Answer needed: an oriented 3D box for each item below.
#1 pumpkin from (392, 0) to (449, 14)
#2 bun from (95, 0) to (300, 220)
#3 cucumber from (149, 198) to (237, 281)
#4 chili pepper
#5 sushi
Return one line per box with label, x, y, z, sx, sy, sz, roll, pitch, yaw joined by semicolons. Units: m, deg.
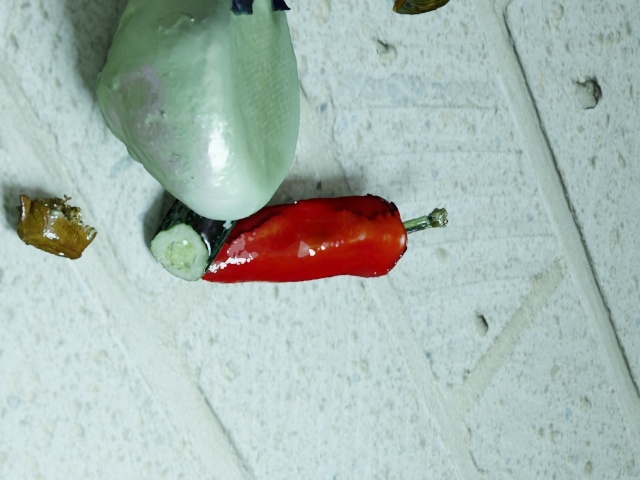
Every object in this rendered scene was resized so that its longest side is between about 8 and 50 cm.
pumpkin;0.122;-0.357;2.012;0.183;0.108;0.119;35;78;-45
bun;-0.140;-0.164;1.702;0.293;0.187;0.293;0;90;-71
cucumber;-0.110;-0.068;1.835;0.074;0.074;0.241;53;56;-41
chili pepper;0.000;0.000;1.958;0.387;0.110;0.110;-6;103;-43
sushi;-0.278;-0.018;1.673;0.118;0.061;0.060;43;56;-67
